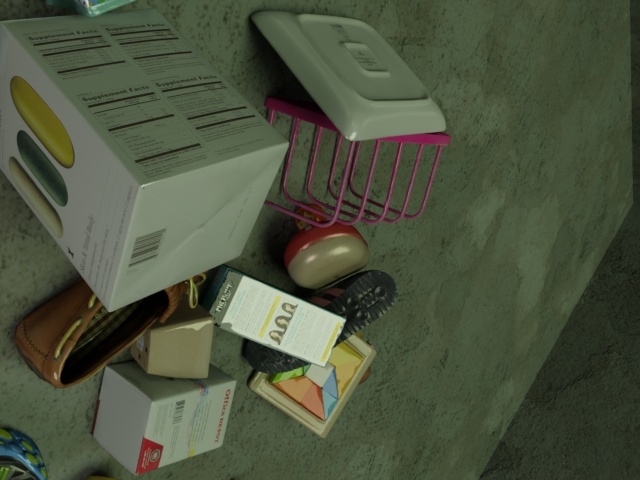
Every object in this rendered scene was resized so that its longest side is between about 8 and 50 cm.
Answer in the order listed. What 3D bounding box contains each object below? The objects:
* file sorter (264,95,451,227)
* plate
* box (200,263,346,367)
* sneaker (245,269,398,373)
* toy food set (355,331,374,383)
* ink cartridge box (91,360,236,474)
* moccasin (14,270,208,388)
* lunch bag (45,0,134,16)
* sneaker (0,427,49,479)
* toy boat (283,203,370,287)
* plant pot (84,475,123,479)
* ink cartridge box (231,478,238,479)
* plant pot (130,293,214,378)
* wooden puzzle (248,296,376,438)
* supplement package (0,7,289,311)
[{"bbox_3d":[0.055,-0.135,1.191,0.291,0.202,0.182,-6,115,-50],"label":"file sorter"},{"bbox_3d":[0.062,-0.282,1.079,0.277,0.278,0.045,-16,153,-46],"label":"plate"},{"bbox_3d":[-0.083,0.134,1.171,0.244,0.060,0.100,26,87,-22],"label":"box"},{"bbox_3d":[0.002,0.160,1.312,0.319,0.131,0.112,-26,93,-3],"label":"sneaker"},{"bbox_3d":[0.076,0.272,1.525,0.218,0.071,0.128,37,78,-53],"label":"toy food set"},{"bbox_3d":[-0.248,0.270,1.071,0.176,0.127,0.128,0,108,-51],"label":"ink cartridge box"},{"bbox_3d":[-0.246,0.059,0.952,0.380,0.147,0.139,-39,134,-33],"label":"moccasin"},{"bbox_3d":[-0.215,-0.407,0.751,0.262,0.160,0.223,-36,132,-28],"label":"lunch bag"},{"bbox_3d":[-0.446,0.303,0.909,0.078,0.067,0.188,-39,141,-3],"label":"sneaker"},{"bbox_3d":[0.000,0.000,1.248,0.151,0.151,0.231,-27,170,5],"label":"toy boat"},{"bbox_3d":[-0.346,0.427,1.048,0.134,0.134,0.095,49,40,-50],"label":"plant pot"},{"bbox_3d":[-0.207,0.637,1.343,0.235,0.088,0.193,-40,137,-33],"label":"ink cartridge box"},{"bbox_3d":[-0.241,0.156,1.052,0.096,0.109,0.109,-5,111,-37],"label":"plant pot"},{"bbox_3d":[-0.005,0.268,1.383,0.239,0.044,0.221,42,72,-27],"label":"wooden puzzle"},{"bbox_3d":[-0.216,-0.102,0.765,0.198,0.262,0.199,-25,153,-43],"label":"supplement package"}]
